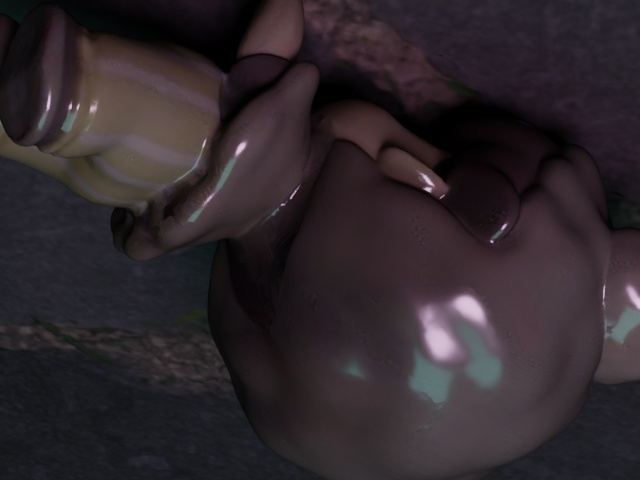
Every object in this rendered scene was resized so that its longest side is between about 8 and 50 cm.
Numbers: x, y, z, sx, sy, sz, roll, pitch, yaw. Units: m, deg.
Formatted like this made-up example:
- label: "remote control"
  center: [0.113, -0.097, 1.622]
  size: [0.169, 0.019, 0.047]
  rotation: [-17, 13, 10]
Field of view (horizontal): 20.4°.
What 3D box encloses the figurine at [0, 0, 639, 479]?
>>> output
- label: "figurine"
  center: [-0.001, -0.001, 0.900]
  size: [0.380, 0.203, 0.248]
  rotation: [30, 141, -24]
